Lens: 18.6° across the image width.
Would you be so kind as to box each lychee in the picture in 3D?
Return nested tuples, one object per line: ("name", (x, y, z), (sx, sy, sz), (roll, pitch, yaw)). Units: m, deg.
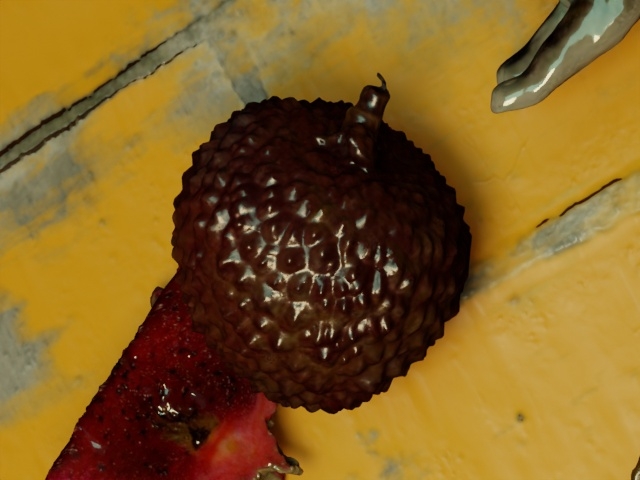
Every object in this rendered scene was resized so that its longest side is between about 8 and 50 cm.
("lychee", (0.000, 0.000, 1.668), (0.264, 0.264, 0.300), (26, 115, 20))

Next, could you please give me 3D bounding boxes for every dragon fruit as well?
("dragon fruit", (-0.123, 0.184, 1.772), (0.211, 0.134, 0.262), (32, 63, 6))

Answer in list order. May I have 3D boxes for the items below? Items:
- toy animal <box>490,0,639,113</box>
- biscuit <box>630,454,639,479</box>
("toy animal", (0.257, -0.285, 1.590), (0.344, 0.194, 0.302), (-11, 97, 8))
("biscuit", (0.429, 0.277, 1.590), (0.394, 0.076, 0.368), (22, 95, 18))
